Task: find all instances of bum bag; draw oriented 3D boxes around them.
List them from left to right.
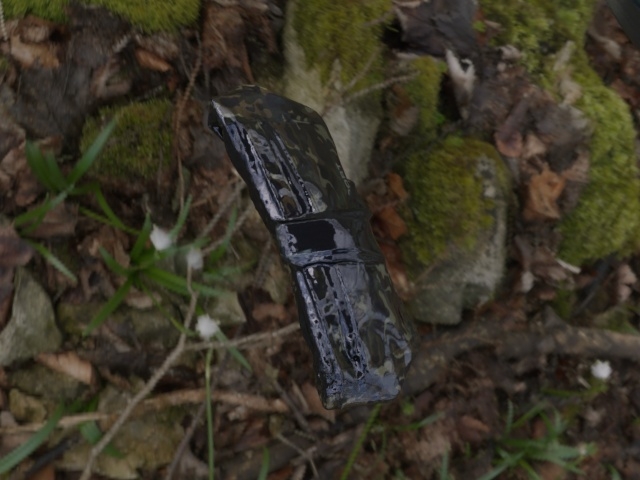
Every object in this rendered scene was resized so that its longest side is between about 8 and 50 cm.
[{"bbox_3d":[0.001,0.000,0.725,0.102,0.069,0.248,-22,91,-30],"label":"bum bag"}]

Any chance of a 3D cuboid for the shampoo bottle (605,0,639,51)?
[{"bbox_3d":[0.208,-0.193,0.214,0.331,0.343,0.331,-3,79,17],"label":"shampoo bottle"}]
